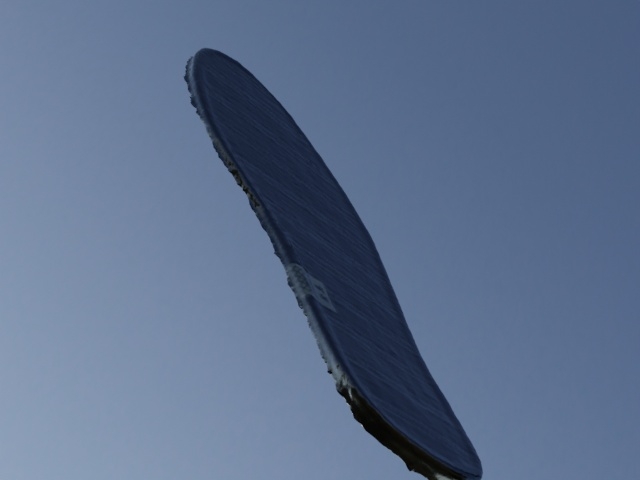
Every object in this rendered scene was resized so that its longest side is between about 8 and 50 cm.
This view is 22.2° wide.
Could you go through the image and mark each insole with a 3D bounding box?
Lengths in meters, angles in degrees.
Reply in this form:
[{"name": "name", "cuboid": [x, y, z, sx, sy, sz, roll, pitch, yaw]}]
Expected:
[{"name": "insole", "cuboid": [0.000, 0.000, 0.712, 0.110, 0.309, 0.012, 36, -74, -32]}]
